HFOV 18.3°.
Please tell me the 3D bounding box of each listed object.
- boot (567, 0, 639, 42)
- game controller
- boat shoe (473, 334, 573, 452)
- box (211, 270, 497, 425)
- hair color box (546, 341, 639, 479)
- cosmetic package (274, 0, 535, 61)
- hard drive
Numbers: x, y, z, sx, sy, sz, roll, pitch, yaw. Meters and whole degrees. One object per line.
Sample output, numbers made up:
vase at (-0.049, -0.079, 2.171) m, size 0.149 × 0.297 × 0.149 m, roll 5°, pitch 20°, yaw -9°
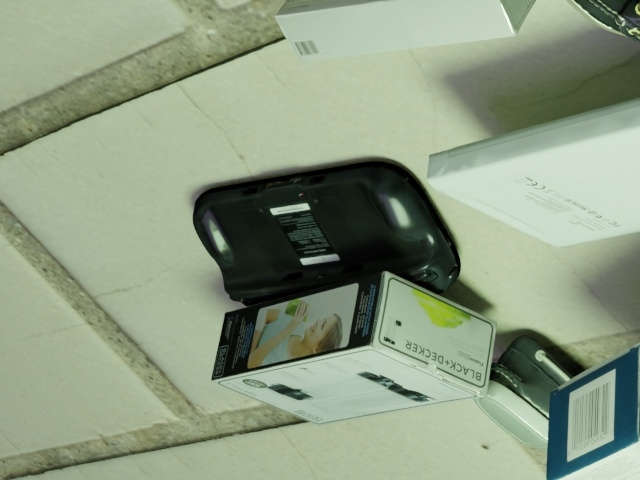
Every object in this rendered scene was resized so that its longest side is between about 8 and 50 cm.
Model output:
boot at (0.306, -0.191, 1.614) m, size 0.236 × 0.085 × 0.178 m, roll 31°, pitch 179°, yaw -10°
game controller at (0.000, 0.000, 2.150) m, size 0.319 × 0.067 × 0.166 m, roll -8°, pitch 114°, yaw 40°
boat shoe at (0.304, 0.223, 2.151) m, size 0.302 × 0.091 × 0.114 m, roll 41°, pitch 165°, yaw -17°
box at (0.034, 0.123, 2.169) m, size 0.169 × 0.087 × 0.290 m, roll 25°, pitch 156°, yaw -31°
hair color box at (0.411, 0.204, 1.923) m, size 0.347 × 0.105 × 0.174 m, roll 15°, pitch 155°, yaw -20°
cosmetic package at (0.082, -0.224, 1.790) m, size 0.239 × 0.099 × 0.060 m, roll -3°, pitch 129°, yaw 37°
hard drive at (0.278, -0.062, 1.816) m, size 0.203 × 0.040 × 0.307 m, roll 23°, pitch 155°, yaw -39°
